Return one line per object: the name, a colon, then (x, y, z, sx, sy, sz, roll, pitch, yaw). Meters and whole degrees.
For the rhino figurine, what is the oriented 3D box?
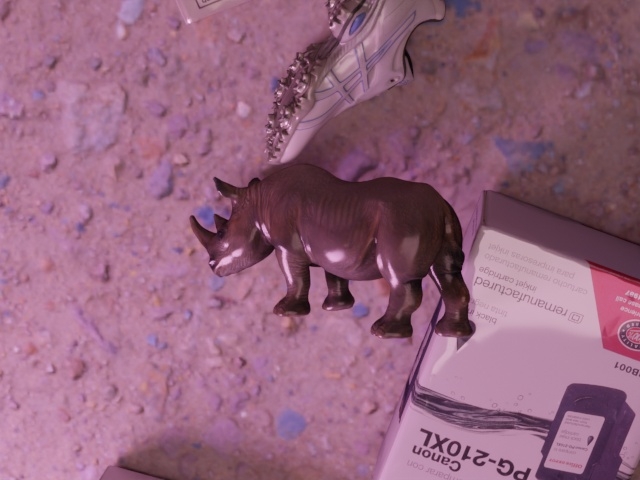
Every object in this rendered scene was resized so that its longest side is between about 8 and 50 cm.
rhino figurine: (0.000, 0.000, 1.094, 0.243, 0.073, 0.106, 10, 103, 37)

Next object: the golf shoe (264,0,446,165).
golf shoe: (0.024, -0.116, 1.095, 0.086, 0.069, 0.176, 22, 120, -20)

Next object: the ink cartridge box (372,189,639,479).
ink cartridge box: (0.156, 0.108, 1.131, 0.172, 0.100, 0.237, 20, 110, 1)

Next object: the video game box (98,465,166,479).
video game box: (-0.100, 0.297, 1.258, 0.205, 0.048, 0.187, 15, 112, 2)

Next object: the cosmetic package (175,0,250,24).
cosmetic package: (-0.070, -0.312, 1.004, 0.153, 0.129, 0.296, -18, 106, 14)
